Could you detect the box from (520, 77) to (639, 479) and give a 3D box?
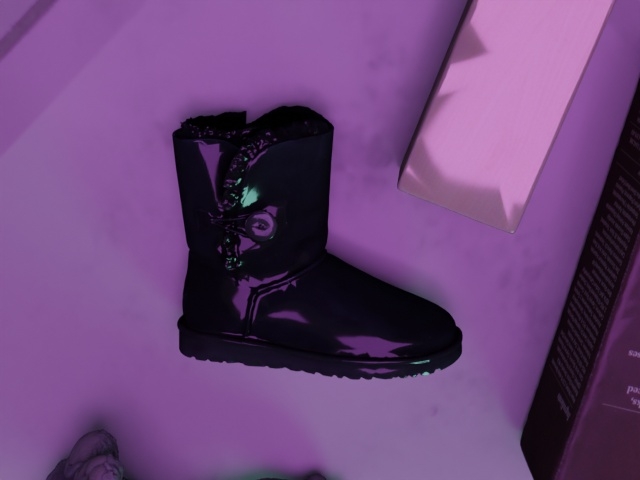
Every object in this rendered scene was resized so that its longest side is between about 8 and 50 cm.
[{"bbox_3d":[0.315,0.047,1.167,0.191,0.143,0.381,15,104,-6],"label":"box"}]

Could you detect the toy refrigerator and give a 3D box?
[{"bbox_3d":[0.157,-0.153,1.127,0.102,0.094,0.269,21,104,-1],"label":"toy refrigerator"}]

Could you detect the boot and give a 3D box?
[{"bbox_3d":[0.000,0.000,1.163,0.246,0.094,0.207,4,110,3],"label":"boot"}]

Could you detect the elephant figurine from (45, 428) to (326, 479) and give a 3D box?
[{"bbox_3d":[-0.121,0.275,1.220,0.239,0.169,0.186,26,134,-25],"label":"elephant figurine"}]
